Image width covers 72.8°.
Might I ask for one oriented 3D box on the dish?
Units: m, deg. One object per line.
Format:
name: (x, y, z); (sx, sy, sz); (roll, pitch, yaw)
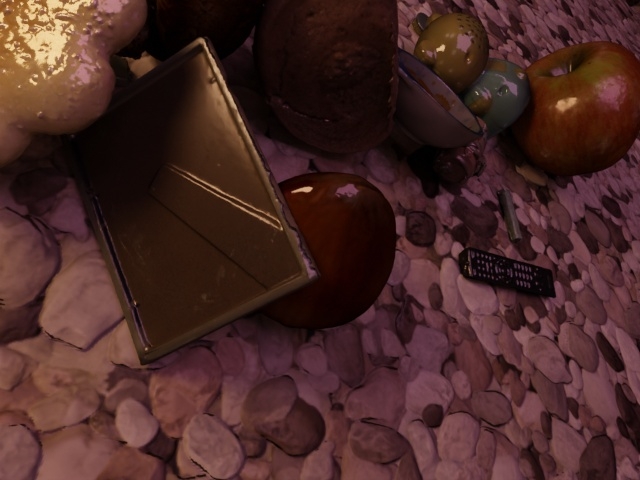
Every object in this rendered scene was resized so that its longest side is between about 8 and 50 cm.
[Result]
dish: (0.179, -0.236, 0.765); (0.237, 0.086, 0.227); (27, 37, -28)

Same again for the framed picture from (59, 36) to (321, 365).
framed picture: (-0.152, -0.044, 0.459); (0.289, 0.213, 0.016); (65, 12, 11)

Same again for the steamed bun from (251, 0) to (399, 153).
steamed bun: (-0.001, -0.282, 0.634); (0.200, 0.301, 0.251); (-11, 58, 3)

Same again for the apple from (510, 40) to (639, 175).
apple: (0.579, -0.288, 0.989); (0.309, 0.278, 0.250); (-50, 122, -22)

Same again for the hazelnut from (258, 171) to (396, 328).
hazelnut: (0.000, 0.000, 0.512); (0.208, 0.208, 0.208); (14, 60, -26)

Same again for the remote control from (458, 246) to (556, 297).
remote control: (0.360, 0.064, 0.820); (0.246, 0.025, 0.063); (14, 61, -27)

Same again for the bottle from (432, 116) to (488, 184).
bottle: (0.268, -0.166, 0.833); (0.099, 0.099, 0.152); (37, 49, -11)

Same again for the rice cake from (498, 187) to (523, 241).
rice cake: (0.395, -0.054, 0.905); (0.022, 0.022, 0.121); (11, 63, -33)

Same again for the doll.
doll: (0.307, -0.350, 0.909); (0.261, 0.161, 0.177); (36, 54, -15)

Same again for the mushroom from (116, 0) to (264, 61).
mushroom: (-0.156, -0.329, 0.529); (0.163, 0.297, 0.278); (26, 96, -35)

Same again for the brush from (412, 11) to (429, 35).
brush: (0.310, -0.431, 1.043); (0.266, 0.027, 0.062); (53, 51, -4)

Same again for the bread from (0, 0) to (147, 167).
bread: (-0.321, -0.213, 0.409); (0.317, 0.054, 0.315); (-1, 82, 5)

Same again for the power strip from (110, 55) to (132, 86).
power strip: (-0.292, -0.224, 0.559); (0.090, 0.016, 0.040); (-1, 68, -32)
